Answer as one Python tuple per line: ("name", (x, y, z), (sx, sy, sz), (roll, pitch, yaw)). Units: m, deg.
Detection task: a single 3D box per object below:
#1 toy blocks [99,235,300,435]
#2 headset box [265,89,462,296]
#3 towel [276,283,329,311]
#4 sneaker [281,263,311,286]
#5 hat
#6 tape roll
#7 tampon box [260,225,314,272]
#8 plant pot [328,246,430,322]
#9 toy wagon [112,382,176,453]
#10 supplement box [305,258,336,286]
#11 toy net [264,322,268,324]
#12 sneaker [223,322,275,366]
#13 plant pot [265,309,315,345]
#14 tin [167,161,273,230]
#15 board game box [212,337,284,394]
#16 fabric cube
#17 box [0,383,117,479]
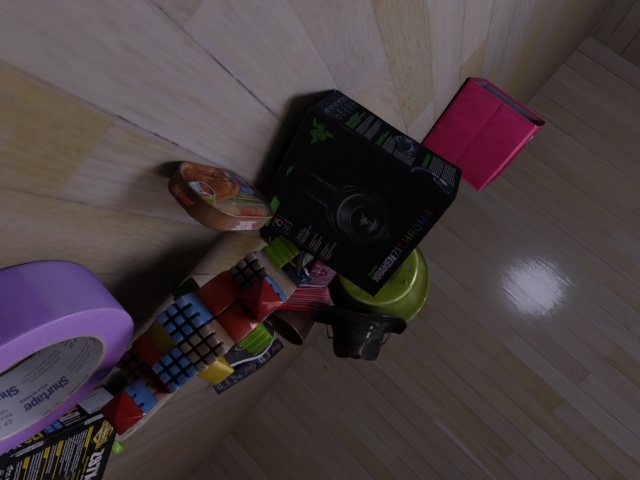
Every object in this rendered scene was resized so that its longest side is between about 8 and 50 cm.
("toy blocks", (-0.190, 0.144, 0.722), (0.381, 0.190, 0.261), (-39, 179, 2))
("headset box", (0.054, -0.086, 0.791), (0.246, 0.283, 0.131), (-56, 179, 35))
("towel", (-0.072, 0.170, 1.318), (0.275, 0.199, 0.031), (84, 8, -70))
("sneaker", (-0.048, 0.037, 1.113), (0.217, 0.121, 0.079), (-48, 167, 3))
("hat", (0.110, 0.307, 1.402), (0.331, 0.332, 0.133), (91, 9, -69))
("tape roll", (-0.377, 0.154, 0.550), (0.275, 0.090, 0.274), (-43, 164, -15))
("tampon box", (-0.031, -0.036, 0.968), (0.161, 0.120, 0.101), (-40, 163, -24))
("plant pot", (0.185, 0.101, 1.444), (0.366, 0.366, 0.353), (-46, 166, -4))
("toy wagon", (-0.387, 0.344, 1.010), (0.267, 0.068, 0.344), (-45, 170, -28))
("supplement box", (-0.002, 0.062, 1.304), (0.081, 0.104, 0.188), (12, 133, -21))
("toy net", (-0.206, 0.339, 1.617), (0.232, 0.045, 0.122), (-48, 165, 3))
("sneaker", (-0.204, 0.288, 1.361), (0.147, 0.104, 0.296), (-48, 162, 26))
("plant pot", (-0.075, 0.242, 1.532), (0.165, 0.167, 0.167), (-48, 168, -28))
("tin", (-0.136, -0.058, 0.637), (0.040, 0.106, 0.190), (-51, 165, 14))
("board game box", (-0.262, 0.458, 1.634), (0.243, 0.042, 0.165), (-37, 177, 27))
("fabric cube", (0.542, -0.354, 1.491), (0.254, 0.259, 0.258), (-28, 156, -55))
("box", (-0.504, 0.443, 0.779), (0.257, 0.079, 0.321), (-9, 122, -67))
